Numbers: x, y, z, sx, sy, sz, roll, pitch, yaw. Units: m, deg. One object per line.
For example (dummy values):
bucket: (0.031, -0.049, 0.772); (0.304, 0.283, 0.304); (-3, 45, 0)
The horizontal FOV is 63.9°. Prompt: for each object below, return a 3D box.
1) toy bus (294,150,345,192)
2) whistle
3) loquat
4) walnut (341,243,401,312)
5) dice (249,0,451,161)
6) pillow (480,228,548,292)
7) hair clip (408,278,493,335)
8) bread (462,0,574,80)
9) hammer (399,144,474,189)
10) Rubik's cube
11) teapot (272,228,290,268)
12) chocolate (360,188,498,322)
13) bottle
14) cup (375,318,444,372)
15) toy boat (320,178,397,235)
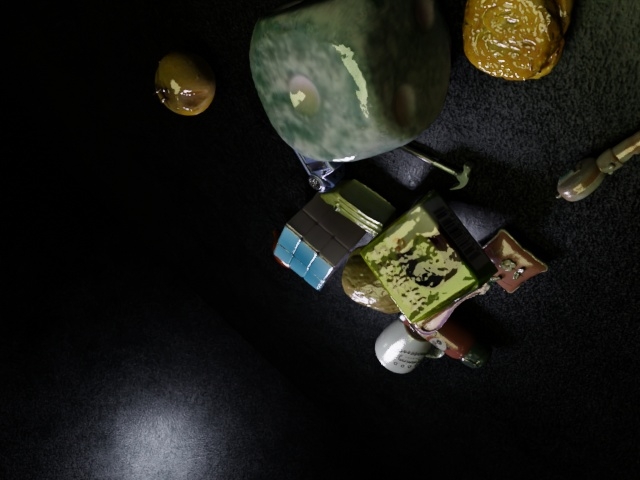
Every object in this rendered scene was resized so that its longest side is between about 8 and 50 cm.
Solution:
toy bus: (-0.006, -0.292, 1.559); (0.133, 0.125, 0.292); (-3, 126, 49)
whistle: (0.591, -0.156, 1.094); (0.057, 0.107, 0.220); (41, 137, -6)
loquat: (-0.449, -0.518, 1.701); (0.213, 0.213, 0.213); (29, 147, 21)
walnut: (0.211, 0.128, 1.740); (0.283, 0.227, 0.282); (23, 131, 29)
dice: (0.075, -0.393, 1.148); (0.328, 0.348, 0.330); (10, 131, 42)
pillow: (0.525, 0.063, 1.453); (0.171, 0.075, 0.179); (41, 148, 5)
hair clip: (0.405, 0.188, 1.647); (0.110, 0.095, 0.359); (31, 133, -16)
bread: (0.371, -0.418, 0.983); (0.198, 0.120, 0.236); (25, 145, 30)
hammer: (0.297, -0.218, 1.409); (0.246, 0.029, 0.103); (30, 147, 22)
Rubik's cube: (0.000, 0.000, 1.822); (0.225, 0.221, 0.231); (40, 149, 5)
teapot: (-0.082, 0.031, 2.067); (0.252, 0.135, 0.178); (29, 121, -13)
chocolate: (0.295, 0.058, 1.481); (0.289, 0.137, 0.300); (-42, 76, 33)
bottle: (0.444, 0.313, 1.799); (0.336, 0.144, 0.144); (35, 149, 7)
cup: (0.371, 0.385, 1.966); (0.258, 0.186, 0.234); (14, 141, -11)
toy boat: (0.130, -0.113, 1.643); (0.276, 0.111, 0.084); (36, 146, 12)
